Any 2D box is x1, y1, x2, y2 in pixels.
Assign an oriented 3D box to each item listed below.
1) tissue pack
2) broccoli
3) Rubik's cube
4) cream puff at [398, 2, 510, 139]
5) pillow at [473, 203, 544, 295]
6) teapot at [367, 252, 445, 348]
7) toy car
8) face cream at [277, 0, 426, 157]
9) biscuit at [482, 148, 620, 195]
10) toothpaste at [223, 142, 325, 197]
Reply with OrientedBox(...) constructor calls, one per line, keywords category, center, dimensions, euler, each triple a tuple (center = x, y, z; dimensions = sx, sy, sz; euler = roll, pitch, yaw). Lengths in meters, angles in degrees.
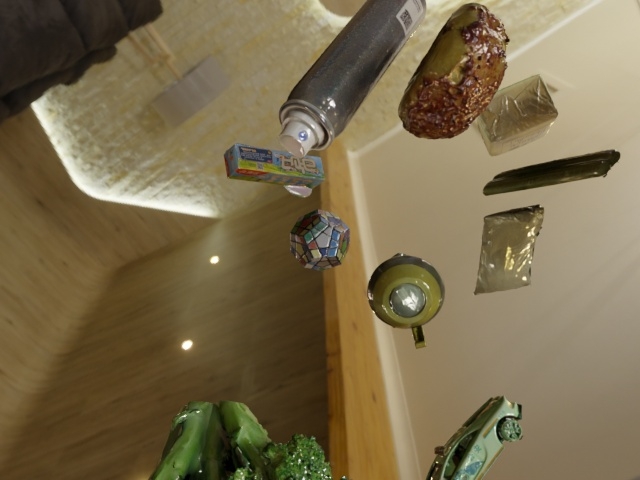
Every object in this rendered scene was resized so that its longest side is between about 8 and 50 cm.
OrientedBox(category="tissue pack", center=(0.467, -0.295, 1.405), dimensions=(0.159, 0.125, 0.234), euler=(-21, 174, 16))
OrientedBox(category="broccoli", center=(-0.101, 0.301, 0.634), dimensions=(0.295, 0.265, 0.245), euler=(-16, -115, 27))
OrientedBox(category="Rubik's cube", center=(0.000, 0.000, 1.023), dimensions=(0.111, 0.111, 0.093), euler=(-23, -119, 28))
OrientedBox(category="cream puff", center=(0.145, -0.171, 0.608), dimensions=(0.149, 0.085, 0.149), euler=(-62, -177, 6))
OrientedBox(category="pillow", center=(0.443, 0.028, 1.369), dimensions=(0.149, 0.229, 0.050), euler=(-5, -150, -4))
OrientedBox(category="teapot", center=(0.151, 0.100, 0.999), dimensions=(0.131, 0.165, 0.119), euler=(-15, -168, 10))
OrientedBox(category="toy car", center=(0.159, 0.250, 0.652), dimensions=(0.186, 0.058, 0.093), euler=(-48, 172, -16))
OrientedBox(category="face cream", center=(0.036, -0.202, 0.675), dimensions=(0.073, 0.073, 0.283), euler=(-6, -138, 49))
OrientedBox(category="biscuit", center=(0.496, -0.148, 1.283), dimensions=(0.099, 0.038, 0.323), euler=(-36, -165, -27))
OrientedBox(category="toothpaste", center=(-0.080, -0.125, 1.065), dimensions=(0.044, 0.194, 0.070), euler=(-31, -115, 46))
